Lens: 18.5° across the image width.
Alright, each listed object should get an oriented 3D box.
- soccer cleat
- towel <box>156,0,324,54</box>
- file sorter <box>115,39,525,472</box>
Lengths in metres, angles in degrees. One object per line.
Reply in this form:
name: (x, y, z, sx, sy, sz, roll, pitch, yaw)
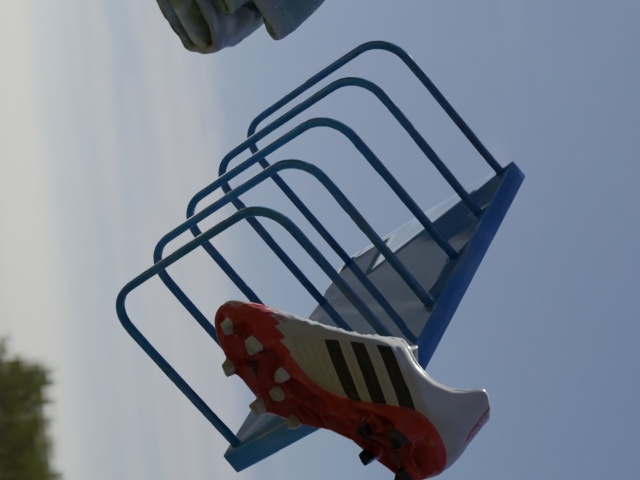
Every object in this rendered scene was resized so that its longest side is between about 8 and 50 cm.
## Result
soccer cleat: (0.007, 0.036, 0.520, 0.083, 0.035, 0.029, 27, -45, 35)
towel: (-0.040, -0.332, 1.180, 0.090, 0.374, 0.320, -12, -59, 52)
file sorter: (0.000, 0.000, 0.916, 0.104, 0.118, 0.170, 50, 37, -13)
